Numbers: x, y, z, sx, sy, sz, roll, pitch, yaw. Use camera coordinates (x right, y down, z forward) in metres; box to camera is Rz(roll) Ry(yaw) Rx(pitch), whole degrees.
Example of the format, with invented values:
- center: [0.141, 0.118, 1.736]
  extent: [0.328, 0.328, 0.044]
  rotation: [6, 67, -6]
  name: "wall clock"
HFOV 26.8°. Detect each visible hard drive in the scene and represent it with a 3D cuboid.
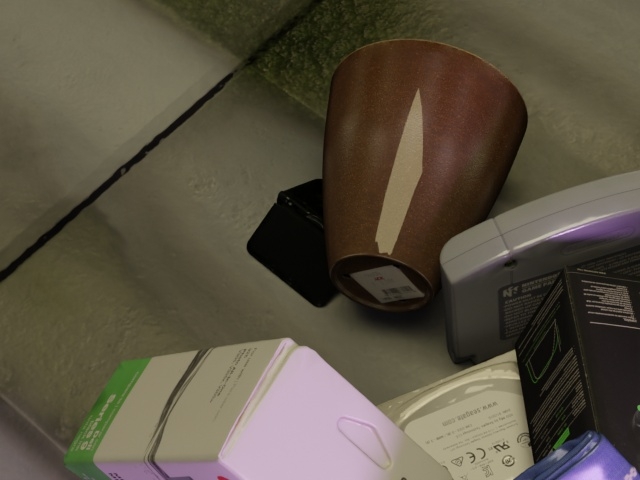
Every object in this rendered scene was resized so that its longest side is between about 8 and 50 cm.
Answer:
- center: [0.192, 0.272, 1.253]
  extent: [0.237, 0.064, 0.339]
  rotation: [-21, 58, -6]
  name: "hard drive"

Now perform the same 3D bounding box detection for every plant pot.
- center: [0.089, -0.050, 1.384]
  extent: [0.215, 0.215, 0.230]
  rotation: [8, 58, 13]
  name: "plant pot"

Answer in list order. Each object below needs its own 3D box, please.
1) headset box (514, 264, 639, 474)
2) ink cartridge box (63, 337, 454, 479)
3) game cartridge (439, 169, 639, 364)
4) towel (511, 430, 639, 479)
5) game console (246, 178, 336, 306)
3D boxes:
- center: [0.324, 0.183, 1.191]
  extent: [0.246, 0.131, 0.283]
  rotation: [7, 48, -13]
  name: "headset box"
- center: [-0.060, 0.199, 1.161]
  extent: [0.289, 0.211, 0.121]
  rotation: [-15, 39, 55]
  name: "ink cartridge box"
- center: [0.261, 0.021, 1.328]
  extent: [0.294, 0.196, 0.060]
  rotation: [-17, 57, -4]
  name: "game cartridge"
- center: [0.215, 0.332, 1.060]
  extent: [0.243, 0.336, 0.040]
  rotation: [-38, 15, 5]
  name: "towel"
- center: [0.000, 0.000, 1.487]
  extent: [0.122, 0.071, 0.107]
  rotation: [38, 39, 26]
  name: "game console"
